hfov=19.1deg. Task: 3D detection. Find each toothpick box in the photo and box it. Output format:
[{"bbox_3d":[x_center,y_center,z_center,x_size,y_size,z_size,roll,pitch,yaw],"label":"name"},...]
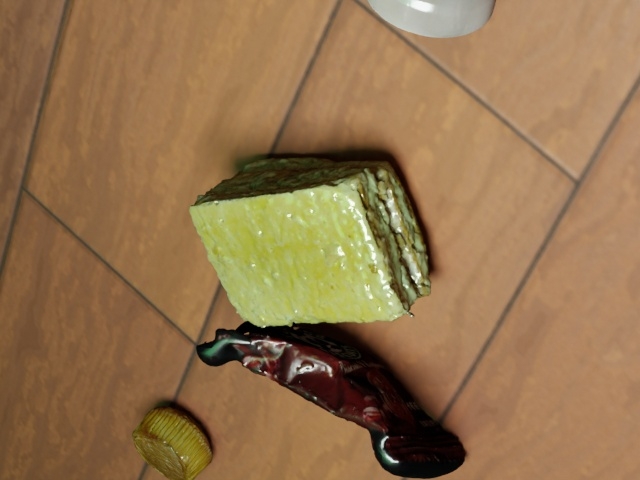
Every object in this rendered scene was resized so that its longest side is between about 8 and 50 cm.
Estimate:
[{"bbox_3d":[0.089,-0.229,1.332,0.098,0.098,0.149,34,139,21],"label":"toothpick box"}]

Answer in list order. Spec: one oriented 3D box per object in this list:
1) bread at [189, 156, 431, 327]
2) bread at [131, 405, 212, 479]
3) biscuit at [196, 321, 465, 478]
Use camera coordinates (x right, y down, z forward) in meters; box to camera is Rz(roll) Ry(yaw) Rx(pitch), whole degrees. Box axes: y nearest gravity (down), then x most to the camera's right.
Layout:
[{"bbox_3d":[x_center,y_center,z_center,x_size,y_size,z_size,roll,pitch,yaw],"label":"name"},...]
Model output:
[{"bbox_3d":[0.000,0.000,1.597,0.196,0.102,0.138,-5,118,44],"label":"bread"},{"bbox_3d":[-0.148,0.206,1.943,0.085,0.053,0.085,31,149,21],"label":"bread"},{"bbox_3d":[0.012,0.128,1.661,0.235,0.151,0.063,30,99,21],"label":"biscuit"}]
